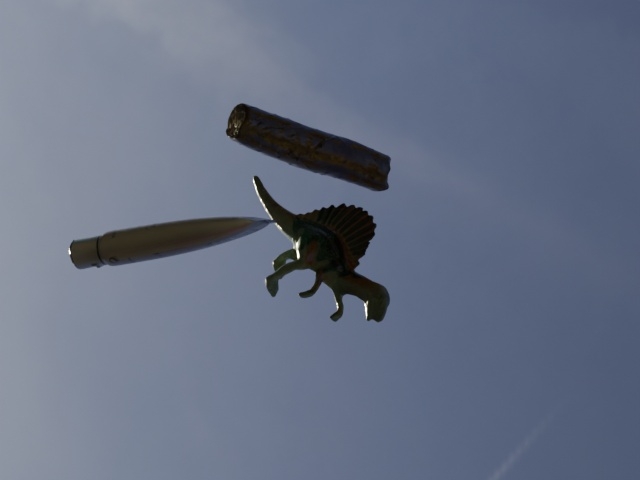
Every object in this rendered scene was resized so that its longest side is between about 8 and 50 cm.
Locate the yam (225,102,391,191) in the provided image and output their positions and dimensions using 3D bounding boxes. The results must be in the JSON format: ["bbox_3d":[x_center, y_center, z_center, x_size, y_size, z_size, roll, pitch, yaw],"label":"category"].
[{"bbox_3d":[-0.007,-0.106,1.818,0.057,0.241,0.057,-22,-120,43],"label":"yam"}]

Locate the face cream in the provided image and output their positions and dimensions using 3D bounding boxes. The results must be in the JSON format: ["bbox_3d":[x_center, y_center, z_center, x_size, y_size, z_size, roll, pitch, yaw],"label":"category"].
[{"bbox_3d":[-0.081,-0.001,0.870,0.115,0.038,0.020,-9,-92,12],"label":"face cream"}]

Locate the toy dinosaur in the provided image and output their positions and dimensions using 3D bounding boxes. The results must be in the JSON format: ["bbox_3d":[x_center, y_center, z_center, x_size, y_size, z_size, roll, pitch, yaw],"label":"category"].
[{"bbox_3d":[0.001,0.001,1.414,0.106,0.044,0.187,-21,-129,14],"label":"toy dinosaur"}]
